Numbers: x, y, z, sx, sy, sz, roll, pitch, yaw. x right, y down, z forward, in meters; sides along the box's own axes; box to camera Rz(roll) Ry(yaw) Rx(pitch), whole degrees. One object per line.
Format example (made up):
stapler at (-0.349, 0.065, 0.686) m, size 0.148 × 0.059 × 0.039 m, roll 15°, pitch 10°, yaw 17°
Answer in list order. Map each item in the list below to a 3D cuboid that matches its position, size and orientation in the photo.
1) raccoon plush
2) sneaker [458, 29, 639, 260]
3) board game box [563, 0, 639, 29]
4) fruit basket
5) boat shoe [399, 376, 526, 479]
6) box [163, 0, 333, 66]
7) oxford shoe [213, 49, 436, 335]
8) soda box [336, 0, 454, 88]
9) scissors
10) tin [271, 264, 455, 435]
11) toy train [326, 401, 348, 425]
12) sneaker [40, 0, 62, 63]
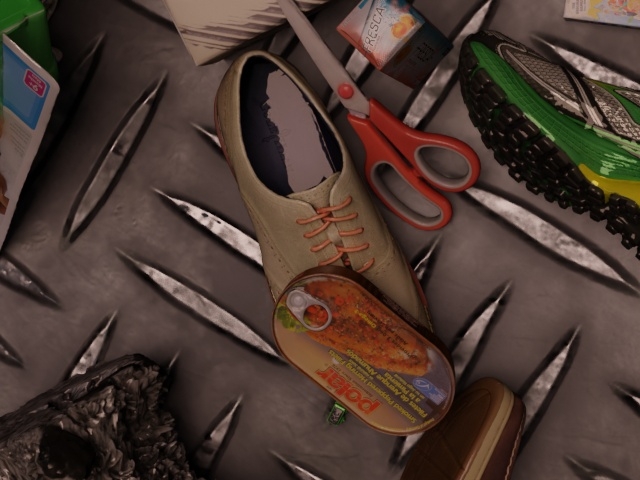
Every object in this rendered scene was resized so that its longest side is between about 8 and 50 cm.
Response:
raccoon plush at (-0.239, 0.304, 1.473) m, size 0.446 × 0.216 × 0.299 m, roll -20°, pitch 102°, yaw 43°
sneaker at (0.276, -0.095, 1.334) m, size 0.343 × 0.134 × 0.146 m, roll 36°, pitch 75°, yaw 14°
board game box at (0.296, -0.281, 1.357) m, size 0.103 × 0.026 × 0.154 m, roll 9°, pitch 94°, yaw 14°
fruit basket at (-0.406, -0.169, 1.415) m, size 0.327 × 0.165 × 0.353 m, roll 49°, pitch 140°, yaw 8°
boat shoe at (0.134, 0.302, 1.385) m, size 0.123 × 0.123 × 0.342 m, roll 21°, pitch 92°, yaw -17°
box at (-0.012, -0.271, 1.388) m, size 0.275 × 0.113 × 0.094 m, roll -25°, pitch 96°, yaw 15°
oxford shoe at (0.000, 0.000, 1.368) m, size 0.140 × 0.146 × 0.397 m, roll -29°, pitch 86°, yaw -3°
soda box at (0.073, -0.190, 1.335) m, size 0.058 × 0.183 × 0.063 m, roll 45°, pitch 100°, yaw 9°
scissors at (0.029, -0.126, 1.374) m, size 0.297 × 0.021 × 0.109 m, roll 40°, pitch 126°, yaw -10°
tin at (0.041, 0.102, 1.321) m, size 0.190 × 0.040 × 0.106 m, roll 40°, pitch 107°, yaw -6°
toy train at (0.030, 0.150, 1.439) m, size 0.017 × 0.024 × 0.083 m, roll 28°, pitch 99°, yaw 12°
sneaker at (-0.318, -0.275, 1.492) m, size 0.081 × 0.080 × 0.211 m, roll -3°, pitch 101°, yaw 8°
